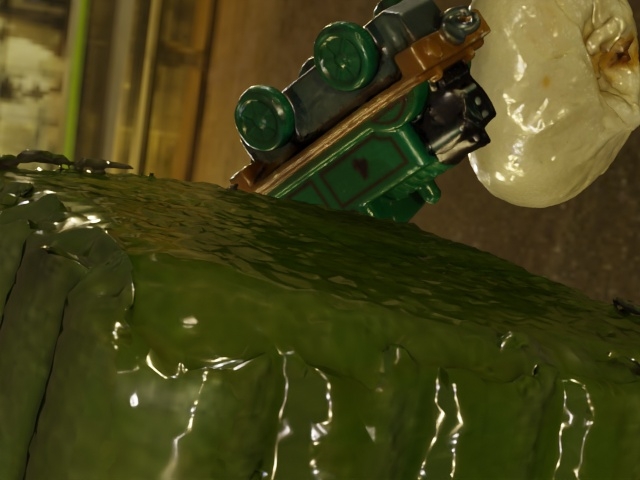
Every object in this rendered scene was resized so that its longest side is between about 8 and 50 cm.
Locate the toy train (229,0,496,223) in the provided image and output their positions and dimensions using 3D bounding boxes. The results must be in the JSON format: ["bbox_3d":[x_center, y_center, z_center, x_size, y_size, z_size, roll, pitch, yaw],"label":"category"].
[{"bbox_3d":[0.032,-0.071,0.896,0.228,0.091,0.136,-31,93,41],"label":"toy train"}]

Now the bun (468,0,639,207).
[{"bbox_3d":[0.194,-0.134,1.097,0.222,0.127,0.222,7,-90,-68],"label":"bun"}]

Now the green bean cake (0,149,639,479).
[{"bbox_3d":[-0.012,0.099,0.629,0.319,0.335,0.218,30,107,63],"label":"green bean cake"}]
